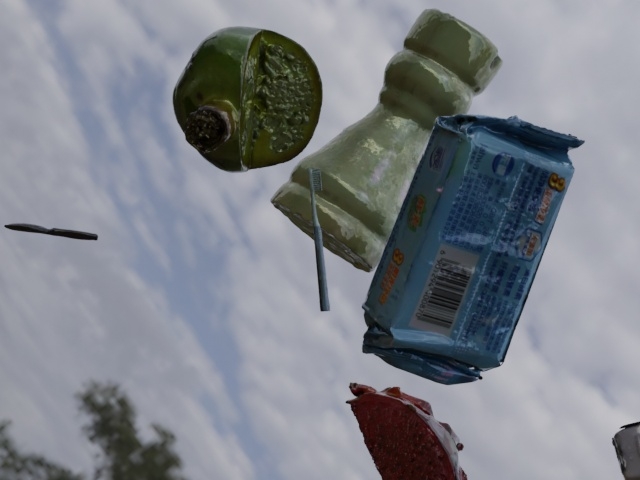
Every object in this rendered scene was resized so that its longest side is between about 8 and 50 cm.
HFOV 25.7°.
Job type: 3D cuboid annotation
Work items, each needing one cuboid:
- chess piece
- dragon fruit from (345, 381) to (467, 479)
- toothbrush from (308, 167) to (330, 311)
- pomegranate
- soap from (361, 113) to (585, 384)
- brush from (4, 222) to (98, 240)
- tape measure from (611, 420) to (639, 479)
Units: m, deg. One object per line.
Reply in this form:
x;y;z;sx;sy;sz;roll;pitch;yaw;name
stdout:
0.127;-0.178;2.415;0.234;0.442;0.234;36;-5;3;chess piece
0.159;0.318;2.156;0.274;0.126;0.161;66;19;6;dragon fruit
0.000;0.000;2.103;0.016;0.019;0.219;-50;136;-78;toothbrush
-0.088;-0.134;1.360;0.122;0.169;0.143;24;-54;34;pomegranate
0.152;0.007;1.455;0.156;0.293;0.077;19;6;-25;soap
-0.238;-0.008;1.243;0.024;0.083;0.008;133;-35;-88;brush
0.583;0.341;2.197;0.197;0.236;0.120;64;14;-57;tape measure
